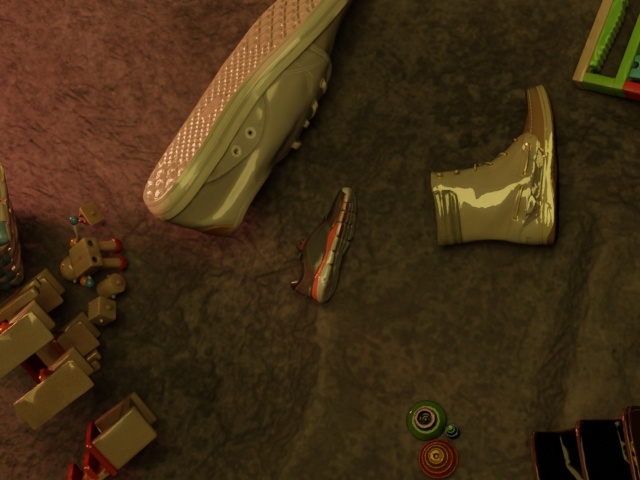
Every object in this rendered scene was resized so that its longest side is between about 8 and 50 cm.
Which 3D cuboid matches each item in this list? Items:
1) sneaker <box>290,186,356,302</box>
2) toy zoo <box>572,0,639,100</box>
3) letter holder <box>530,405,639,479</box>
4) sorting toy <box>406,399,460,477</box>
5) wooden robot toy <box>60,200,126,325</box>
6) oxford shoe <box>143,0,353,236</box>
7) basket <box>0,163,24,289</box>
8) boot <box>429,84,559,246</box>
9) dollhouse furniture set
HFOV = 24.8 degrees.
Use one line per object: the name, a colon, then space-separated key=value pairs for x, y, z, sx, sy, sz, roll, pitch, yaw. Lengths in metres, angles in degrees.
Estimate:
sneaker: x=0.000 y=0.000 z=1.898 sx=0.065 sy=0.061 sz=0.157 roll=14 pitch=77 yaw=21
toy zoo: x=0.490 y=-0.255 z=1.855 sx=0.293 sy=0.030 sz=0.192 roll=17 pitch=78 yaw=29
letter holder: x=0.332 y=0.347 z=1.621 sx=0.152 sy=0.214 sz=0.301 roll=-16 pitch=77 yaw=24
sorting toy: x=0.142 y=0.243 z=1.808 sx=0.061 sy=0.042 sz=0.102 roll=-20 pitch=71 yaw=5
wooden robot toy: x=-0.312 y=0.039 z=1.955 sx=0.079 sy=0.076 sz=0.173 roll=-31 pitch=67 yaw=37
oxford shoe: x=-0.065 y=-0.188 z=1.936 sx=0.130 sy=0.169 sz=0.449 roll=39 pitch=73 yaw=-23
basket: x=-0.545 y=-0.001 z=1.908 sx=0.289 sy=0.255 sz=0.201 roll=-14 pitch=73 yaw=-13
boot: x=0.223 y=-0.096 z=1.873 sx=0.165 sy=0.077 sz=0.213 roll=-2 pitch=77 yaw=12
dollhouse furniture set: x=-0.334 y=0.182 z=1.821 sx=0.135 sy=0.262 sz=0.259 roll=-38 pitch=102 yaw=1
